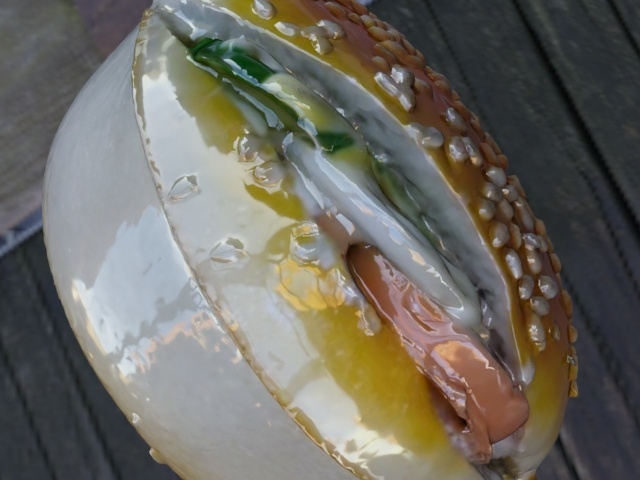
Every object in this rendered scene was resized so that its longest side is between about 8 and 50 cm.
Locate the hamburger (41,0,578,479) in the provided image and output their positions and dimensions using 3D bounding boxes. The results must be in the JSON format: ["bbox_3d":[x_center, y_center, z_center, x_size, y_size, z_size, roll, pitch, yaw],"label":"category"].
[{"bbox_3d":[0.003,0.003,0.556,0.147,0.237,0.237,-34,73,14],"label":"hamburger"}]
